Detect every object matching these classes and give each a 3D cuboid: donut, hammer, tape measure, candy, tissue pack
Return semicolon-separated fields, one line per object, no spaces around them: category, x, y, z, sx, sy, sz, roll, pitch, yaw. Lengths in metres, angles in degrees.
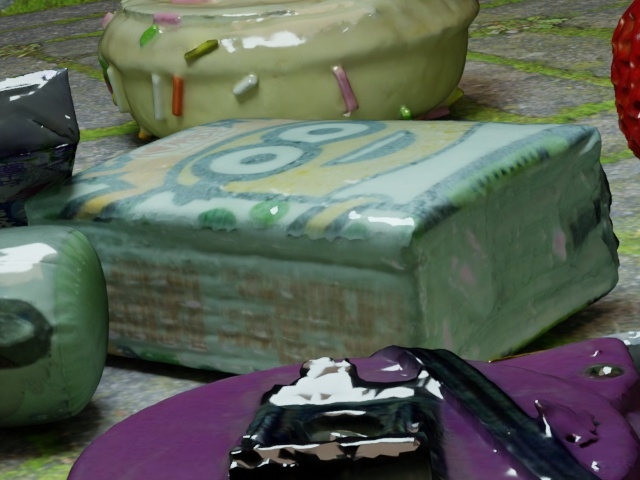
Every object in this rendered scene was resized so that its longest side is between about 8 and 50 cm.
donut;-0.029;-0.176;1.793;0.371;0.150;0.307;-5;16;2
hammer;-0.233;-0.054;1.075;0.207;0.335;0.119;-4;3;-1
tape measure;0.020;0.117;0.701;0.232;0.149;0.245;-3;16;0
candy;-0.219;-0.038;1.281;0.088;0.061;0.312;-15;-11;-15
tissue pack;0.000;0.000;1.190;0.311;0.128;0.228;4;18;37

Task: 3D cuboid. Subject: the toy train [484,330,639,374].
toy train;0.098;0.093;0.889;0.219;0.089;0.127;-10;6;-14

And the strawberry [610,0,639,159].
strawberry;0.314;-0.111;1.370;0.205;0.205;0.244;-4;17;5
